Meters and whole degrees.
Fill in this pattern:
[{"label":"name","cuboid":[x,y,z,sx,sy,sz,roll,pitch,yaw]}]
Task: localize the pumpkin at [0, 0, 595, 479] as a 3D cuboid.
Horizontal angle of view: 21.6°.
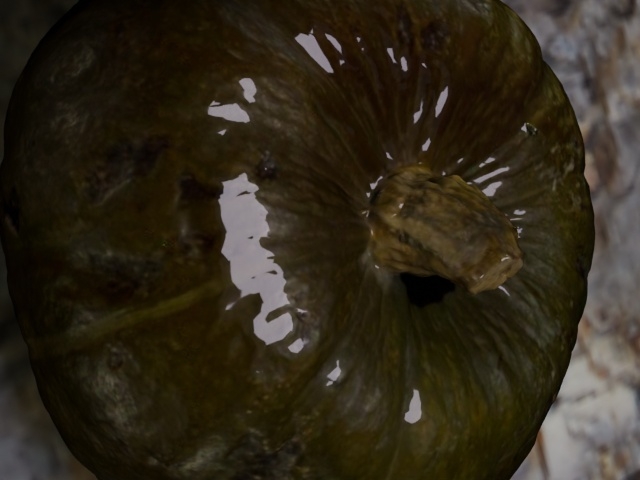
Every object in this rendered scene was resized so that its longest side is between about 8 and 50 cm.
[{"label":"pumpkin","cuboid":[0.000,0.000,0.544,0.219,0.162,0.219,3,85,-39]}]
